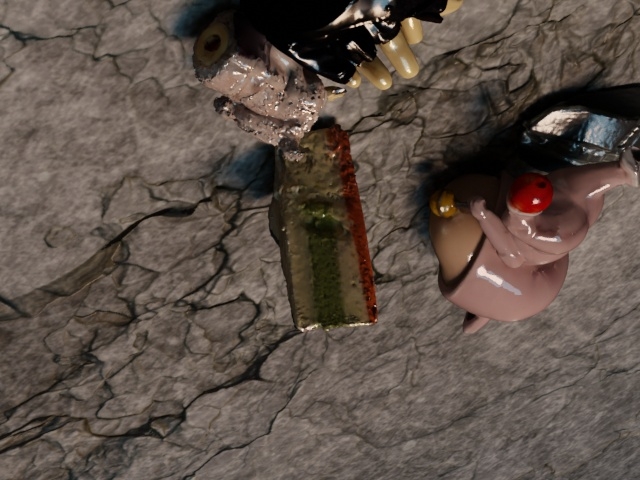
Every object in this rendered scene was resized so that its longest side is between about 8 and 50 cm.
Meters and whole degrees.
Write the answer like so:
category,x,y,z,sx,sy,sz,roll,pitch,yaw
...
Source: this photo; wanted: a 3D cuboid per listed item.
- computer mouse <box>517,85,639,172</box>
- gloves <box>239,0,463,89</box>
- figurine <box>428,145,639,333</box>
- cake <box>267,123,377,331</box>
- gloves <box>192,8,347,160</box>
category,x,y,z,sx,sy,sz,roll,pitch,yaw
computer mouse,0.301,-0.111,1.919,0.192,0.062,0.106,-6,146,-32
gloves,0.037,-0.199,1.549,0.164,0.124,0.203,-16,173,18
figurine,0.209,-0.024,1.893,0.186,0.176,0.287,33,152,-7
cake,-0.001,0.007,1.747,0.086,0.220,0.117,-7,156,-6
gloves,-0.053,-0.144,1.585,0.094,0.110,0.144,-31,120,25
